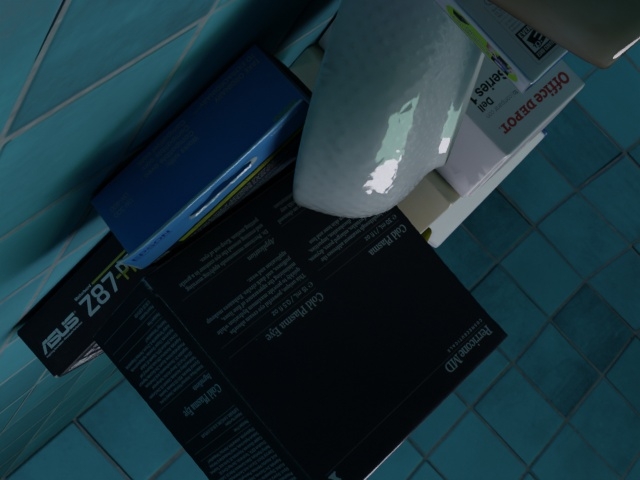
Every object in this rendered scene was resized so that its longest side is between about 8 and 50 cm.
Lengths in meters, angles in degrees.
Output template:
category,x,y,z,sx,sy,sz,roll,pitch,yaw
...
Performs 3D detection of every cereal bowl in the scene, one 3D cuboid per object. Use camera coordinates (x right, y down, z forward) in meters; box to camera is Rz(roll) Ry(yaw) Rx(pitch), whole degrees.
category,x,y,z,sx,sy,sz,roll,pitch,yaw
cereal bowl,0.090,-0.173,1.369,0.339,0.141,0.339,20,90,-84

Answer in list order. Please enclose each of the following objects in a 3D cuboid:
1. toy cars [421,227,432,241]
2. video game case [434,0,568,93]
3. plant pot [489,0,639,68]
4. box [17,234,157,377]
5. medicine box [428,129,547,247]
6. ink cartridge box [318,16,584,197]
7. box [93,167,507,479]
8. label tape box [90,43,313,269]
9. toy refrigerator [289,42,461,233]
category,x,y,z,sx,sy,sz,roll,pitch,yaw
toy cars,0.000,0.000,1.937,0.176,0.087,0.394,-27,-169,-32
video game case,0.191,-0.307,1.124,0.269,0.244,0.061,-42,178,-3
plant pot,0.172,-0.283,0.908,0.323,0.280,0.323,-43,178,-2
box,-0.221,0.025,1.832,0.318,0.097,0.395,-42,177,13
medicine box,0.187,-0.180,2.158,0.263,0.149,0.289,-47,-147,12
ink cartridge box,0.169,-0.224,1.658,0.201,0.278,0.117,-41,177,-37
box,-0.019,0.111,1.495,0.343,0.312,0.179,-37,176,-38
label tape box,-0.117,-0.091,1.429,0.249,0.115,0.348,-43,175,6
toy refrigerator,0.067,-0.132,1.692,0.094,0.269,0.102,-45,177,31
